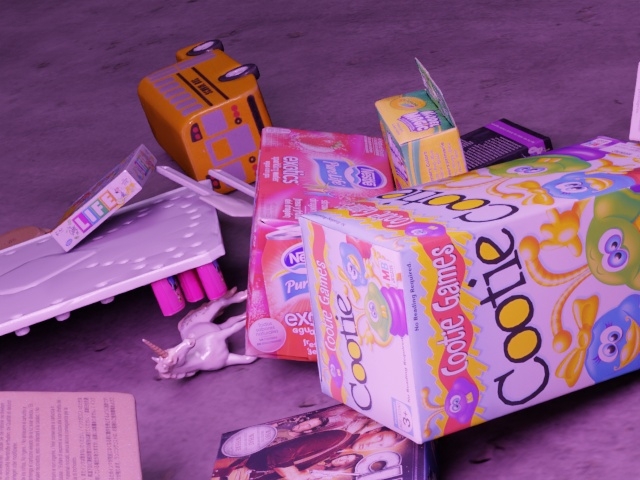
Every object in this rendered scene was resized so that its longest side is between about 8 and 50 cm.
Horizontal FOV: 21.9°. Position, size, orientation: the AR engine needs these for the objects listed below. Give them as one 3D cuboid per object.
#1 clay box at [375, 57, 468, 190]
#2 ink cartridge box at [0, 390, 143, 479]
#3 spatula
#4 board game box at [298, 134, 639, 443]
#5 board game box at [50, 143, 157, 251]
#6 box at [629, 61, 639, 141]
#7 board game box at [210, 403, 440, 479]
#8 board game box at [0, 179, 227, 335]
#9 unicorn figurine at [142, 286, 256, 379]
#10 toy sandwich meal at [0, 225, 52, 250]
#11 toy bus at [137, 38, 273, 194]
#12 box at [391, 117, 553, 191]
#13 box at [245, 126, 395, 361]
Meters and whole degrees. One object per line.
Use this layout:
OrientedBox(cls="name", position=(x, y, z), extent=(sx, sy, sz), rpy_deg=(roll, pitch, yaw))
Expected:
OrientedBox(cls="clay box", position=(0.095, -0.030, 1.362), extent=(0.053, 0.222, 0.127), rpy_deg=(-17, 20, -2))
OrientedBox(cls="ink cartridge box", position=(-0.218, 0.195, 1.145), extent=(0.193, 0.088, 0.234), rpy_deg=(1, 25, -9))
OrientedBox(cls="spatula", position=(-0.064, -0.046, 1.723), extent=(0.168, 0.019, 0.242), rpy_deg=(0, 13, -27))
OrientedBox(cls="board game box", position=(0.144, 0.028, 1.212), extent=(0.275, 0.144, 0.142), rpy_deg=(-15, 18, -26))
OrientedBox(cls="board game box", position=(-0.225, -0.047, 1.739), extent=(0.103, 0.026, 0.154), rpy_deg=(-39, 10, 8))
OrientedBox(cls="box", position=(0.360, -0.106, 1.350), extent=(0.063, 0.067, 0.324), rpy_deg=(13, 10, 39))
OrientedBox(cls="board game box", position=(0.000, 0.190, 1.146), extent=(0.165, 0.042, 0.243), rpy_deg=(-15, 21, 9))
OrientedBox(cls="board game box", position=(-0.281, 0.054, 1.652), extent=(0.390, 0.050, 0.390), rpy_deg=(-19, 12, -1))
OrientedBox(cls="unicorn figurine", position=(-0.097, 0.087, 1.484), extent=(0.111, 0.060, 0.162), rpy_deg=(-21, 5, -5))
OrientedBox(cls="toy sandwich meal", position=(-0.351, 0.011, 1.924), extent=(0.086, 0.029, 0.085), rpy_deg=(-17, 25, 8))
OrientedBox(cls="toy bus", position=(-0.137, -0.157, 2.048), extent=(0.130, 0.108, 0.333), rpy_deg=(-24, 22, -10))
OrientedBox(cls="box", position=(0.145, -0.076, 1.710), extent=(0.162, 0.029, 0.116), rpy_deg=(-22, 20, -11))
OrientedBox(cls="box", position=(0.000, 0.000, 1.459), extent=(0.123, 0.128, 0.257), rpy_deg=(5, 21, -3))
